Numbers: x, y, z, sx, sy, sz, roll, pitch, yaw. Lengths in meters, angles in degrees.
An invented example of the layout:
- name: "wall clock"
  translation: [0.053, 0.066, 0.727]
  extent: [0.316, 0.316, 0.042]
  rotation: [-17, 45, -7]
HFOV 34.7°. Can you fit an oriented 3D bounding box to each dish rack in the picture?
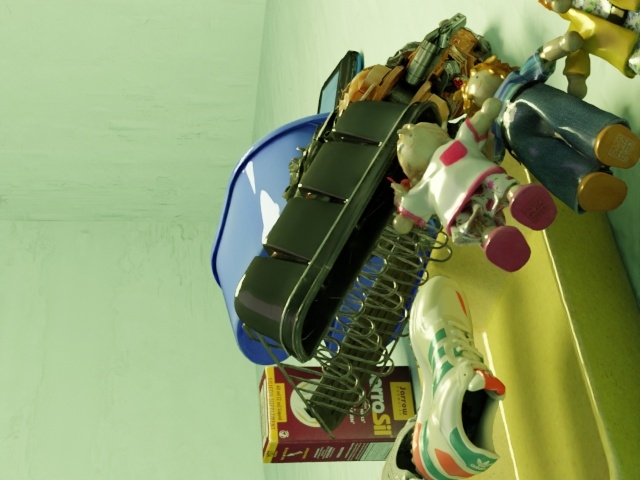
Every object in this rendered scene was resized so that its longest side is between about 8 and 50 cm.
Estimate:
- name: "dish rack"
  translation: [0.035, 0.037, 0.794]
  extent: [0.208, 0.074, 0.271]
  rotation: [-58, -29, -21]

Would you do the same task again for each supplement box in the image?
- name: "supplement box"
  translation: [0.020, 0.220, 1.298]
  extent: [0.081, 0.188, 0.104]
  rotation: [107, 160, -58]

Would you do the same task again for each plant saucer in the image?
- name: "plant saucer"
  translation: [0.162, 0.104, 0.786]
  extent: [0.332, 0.081, 0.332]
  rotation: [101, 165, -52]

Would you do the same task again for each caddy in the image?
- name: "caddy"
  translation: [0.000, 0.000, 1.249]
  extent: [0.341, 0.241, 0.179]
  rotation: [110, 153, -42]

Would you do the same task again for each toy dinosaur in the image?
- name: "toy dinosaur"
  translation: [0.053, -0.099, 0.936]
  extent: [0.164, 0.322, 0.218]
  rotation: [47, 136, 24]

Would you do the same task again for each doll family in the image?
- name: "doll family"
  translation: [0.150, -0.100, 0.644]
  extent: [0.263, 0.118, 0.163]
  rotation: [-60, 34, 17]

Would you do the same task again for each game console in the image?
- name: "game console"
  translation: [-0.053, -0.177, 1.711]
  extent: [0.293, 0.173, 0.250]
  rotation: [155, 123, -79]

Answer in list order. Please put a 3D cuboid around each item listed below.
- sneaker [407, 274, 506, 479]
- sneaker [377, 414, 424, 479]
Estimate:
- name: "sneaker"
  translation: [0.107, 0.096, 0.752]
  extent: [0.075, 0.057, 0.161]
  rotation: [-30, 49, 50]
- name: "sneaker"
  translation: [0.103, 0.291, 1.052]
  extent: [0.281, 0.105, 0.115]
  rotation: [-107, 19, -62]
